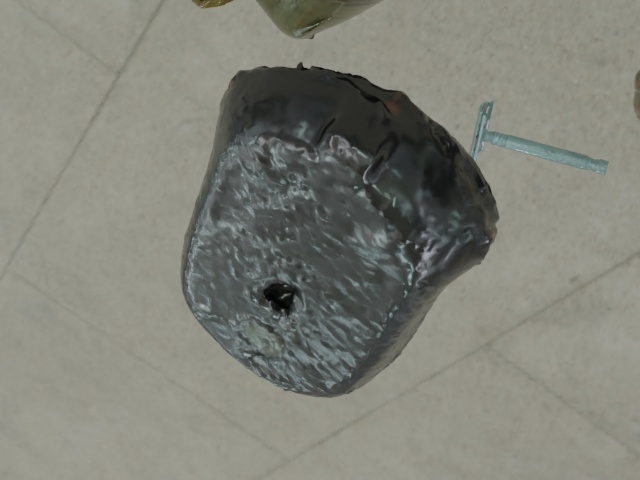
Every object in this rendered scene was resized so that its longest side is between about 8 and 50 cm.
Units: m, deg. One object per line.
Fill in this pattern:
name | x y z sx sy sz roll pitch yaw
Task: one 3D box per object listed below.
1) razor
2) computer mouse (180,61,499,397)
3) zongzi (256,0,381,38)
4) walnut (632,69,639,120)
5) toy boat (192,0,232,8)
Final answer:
razor | 0.372 -0.155 1.676 0.232 0.068 0.106 17 127 14
computer mouse | 0.002 -0.004 0.656 0.183 0.116 0.323 30 148 0
zongzi | 0.088 -0.296 0.760 0.138 0.300 0.286 51 164 -4
walnut | 0.480 -0.171 1.128 0.230 0.178 0.178 10 141 49
toy boat | -0.086 -0.364 1.101 0.068 0.088 0.226 44 108 34
